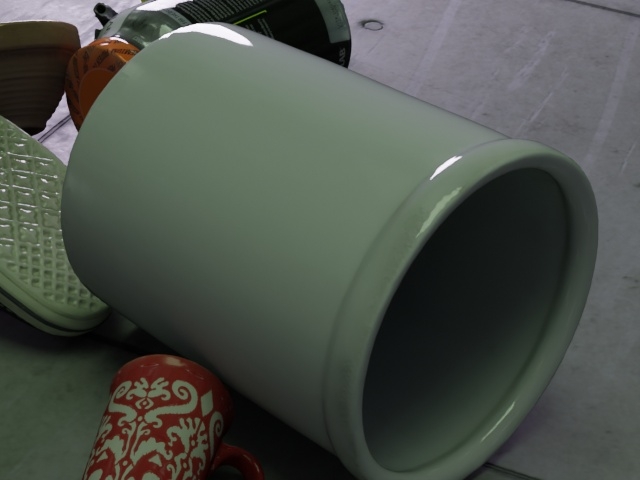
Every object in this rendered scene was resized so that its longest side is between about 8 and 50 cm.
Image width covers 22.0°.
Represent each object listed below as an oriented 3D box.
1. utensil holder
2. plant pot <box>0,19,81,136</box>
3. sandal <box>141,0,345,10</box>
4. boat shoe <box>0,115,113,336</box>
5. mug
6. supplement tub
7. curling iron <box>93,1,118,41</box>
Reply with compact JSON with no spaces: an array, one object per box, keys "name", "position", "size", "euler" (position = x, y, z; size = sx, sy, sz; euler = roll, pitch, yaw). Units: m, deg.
[{"name":"utensil holder","position":[0.000,0.000,1.494],"size":[0.385,0.327,0.328],"euler":[29,41,34]},{"name":"plant pot","position":[-0.381,-0.168,1.865],"size":[0.237,0.109,0.237],"euler":[-11,-3,-1]},{"name":"sandal","position":[-0.095,-0.306,2.154],"size":[0.317,0.126,0.138],"euler":[23,21,23]},{"name":"boat shoe","position":[-0.406,-0.052,1.702],"size":[0.500,0.156,0.187],"euler":[36,38,17]},{"name":"mug","position":[-0.129,0.195,1.393],"size":[0.150,0.113,0.169],"euler":[7,37,8]},{"name":"supplement tub","position":[-0.130,-0.203,1.912],"size":[0.194,0.193,0.316],"euler":[28,40,32]},{"name":"curling iron","position":[-0.251,-0.249,1.988],"size":[0.068,0.035,0.274],"euler":[9,-1,-2]}]
